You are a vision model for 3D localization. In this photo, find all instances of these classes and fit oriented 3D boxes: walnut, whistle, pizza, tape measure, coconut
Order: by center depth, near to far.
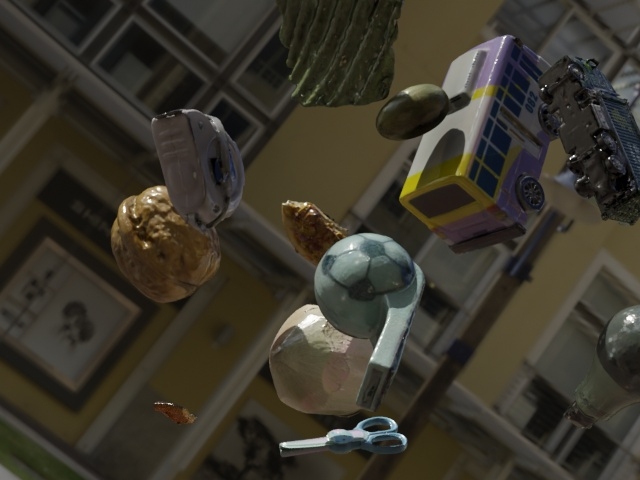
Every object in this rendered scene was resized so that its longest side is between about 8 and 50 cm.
[{"bbox_3d":[0.056,0.086,1.471,0.163,0.290,0.163,11,-49,13],"label":"whistle"},{"bbox_3d":[-0.221,-0.135,2.010,0.120,0.236,0.197,-10,7,24],"label":"tape measure"},{"bbox_3d":[0.004,0.231,2.041,0.234,0.224,0.224,29,-4,-39],"label":"coconut"},{"bbox_3d":[-0.338,0.003,2.304,0.257,0.224,0.257,41,23,-22],"label":"walnut"},{"bbox_3d":[0.001,0.000,2.470,0.246,0.127,0.058,51,13,-9],"label":"pizza"}]

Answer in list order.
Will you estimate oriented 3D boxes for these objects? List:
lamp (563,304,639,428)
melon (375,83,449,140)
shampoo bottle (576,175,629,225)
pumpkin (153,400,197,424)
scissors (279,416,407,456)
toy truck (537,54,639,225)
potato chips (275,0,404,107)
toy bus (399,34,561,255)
[{"bbox_3d":[0.575,0.251,2.053,0.182,0.314,0.182,38,28,-25],"label":"lamp"},{"bbox_3d":[0.186,-0.258,2.149,0.099,0.162,0.099,57,-16,25],"label":"melon"},{"bbox_3d":[0.633,-0.094,2.339,0.190,0.069,0.041,37,1,-36],"label":"shampoo bottle"},{"bbox_3d":[-0.300,0.356,2.170,0.073,0.035,0.101,15,-16,22],"label":"pumpkin"},{"bbox_3d":[0.043,0.403,2.121,0.125,0.256,0.030,-133,-140,-64],"label":"scissors"},{"bbox_3d":[0.430,-0.159,1.635,0.121,0.259,0.088,7,-33,-38],"label":"toy truck"},{"bbox_3d":[0.012,-0.469,2.195,0.373,0.097,0.389,20,-63,46],"label":"potato chips"},{"bbox_3d":[0.351,-0.219,2.261,0.249,0.440,0.209,38,-33,-24],"label":"toy bus"}]
